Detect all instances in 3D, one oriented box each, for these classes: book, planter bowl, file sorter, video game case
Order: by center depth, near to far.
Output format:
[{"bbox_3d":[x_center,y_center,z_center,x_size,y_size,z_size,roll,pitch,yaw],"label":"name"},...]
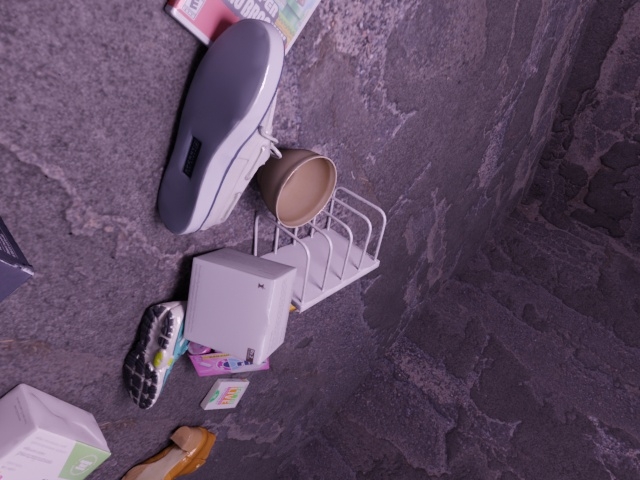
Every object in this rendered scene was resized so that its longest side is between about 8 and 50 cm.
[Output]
[{"bbox_3d":[-0.075,-0.396,0.604,0.285,0.025,0.204,-56,150,6],"label":"video game case"},{"bbox_3d":[-0.061,-0.123,0.839,0.162,0.109,0.162,-35,147,-27],"label":"planter bowl"},{"bbox_3d":[0.000,0.000,0.980,0.278,0.193,0.172,-24,137,-39],"label":"file sorter"},{"bbox_3d":[-0.292,0.469,1.253,0.096,0.035,0.144,-56,149,0],"label":"book"}]

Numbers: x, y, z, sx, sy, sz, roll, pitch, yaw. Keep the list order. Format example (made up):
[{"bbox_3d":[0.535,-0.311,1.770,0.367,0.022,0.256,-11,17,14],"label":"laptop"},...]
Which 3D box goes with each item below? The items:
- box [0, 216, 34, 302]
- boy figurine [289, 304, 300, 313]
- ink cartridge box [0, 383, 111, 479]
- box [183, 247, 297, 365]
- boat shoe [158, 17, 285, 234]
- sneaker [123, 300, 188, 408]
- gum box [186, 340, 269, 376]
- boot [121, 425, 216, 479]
[{"bbox_3d":[-0.512,0.031,0.310,0.343,0.179,0.312,-45,151,-13],"label":"box"},{"bbox_3d":[-0.079,0.165,1.088,0.285,0.092,0.177,-36,152,9],"label":"boy figurine"},{"bbox_3d":[-0.591,0.443,0.700,0.353,0.119,0.207,-41,143,-18],"label":"ink cartridge box"},{"bbox_3d":[-0.164,0.128,0.836,0.119,0.182,0.180,-25,128,-70],"label":"box"},{"bbox_3d":[-0.131,-0.162,0.669,0.157,0.136,0.366,-14,140,-54],"label":"boat shoe"},{"bbox_3d":[-0.337,0.250,0.880,0.275,0.107,0.110,-61,158,16],"label":"sneaker"},{"bbox_3d":[-0.228,0.278,1.011,0.189,0.062,0.107,-6,136,-4],"label":"gum box"},{"bbox_3d":[-0.444,0.683,1.198,0.295,0.104,0.211,-45,150,-20],"label":"boot"}]
